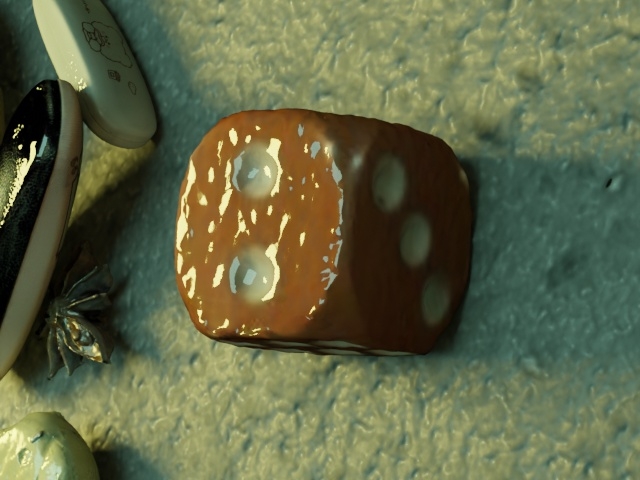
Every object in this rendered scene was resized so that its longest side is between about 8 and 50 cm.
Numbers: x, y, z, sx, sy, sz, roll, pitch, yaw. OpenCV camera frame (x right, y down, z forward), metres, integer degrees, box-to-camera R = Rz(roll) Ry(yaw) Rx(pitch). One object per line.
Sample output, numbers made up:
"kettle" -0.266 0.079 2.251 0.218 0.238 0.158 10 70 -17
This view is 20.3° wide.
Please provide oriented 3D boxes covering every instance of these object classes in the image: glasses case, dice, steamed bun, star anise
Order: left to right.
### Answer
"glasses case" -0.275 -0.001 1.615 0.122 0.075 0.314 -108 35 -53
"steamed bun" -0.246 0.220 1.586 0.112 0.091 0.130 48 109 28
"star anise" -0.215 0.076 1.609 0.124 0.056 0.129 -62 37 15
"glasses case" -0.208 -0.164 1.639 0.049 0.074 0.193 -43 58 29
"dice" 0.000 0.000 1.378 0.175 0.174 0.179 4 83 38

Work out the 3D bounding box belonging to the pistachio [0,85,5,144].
"pistachio" -0.391 -0.134 1.730 0.181 0.162 0.293 133 128 -60
